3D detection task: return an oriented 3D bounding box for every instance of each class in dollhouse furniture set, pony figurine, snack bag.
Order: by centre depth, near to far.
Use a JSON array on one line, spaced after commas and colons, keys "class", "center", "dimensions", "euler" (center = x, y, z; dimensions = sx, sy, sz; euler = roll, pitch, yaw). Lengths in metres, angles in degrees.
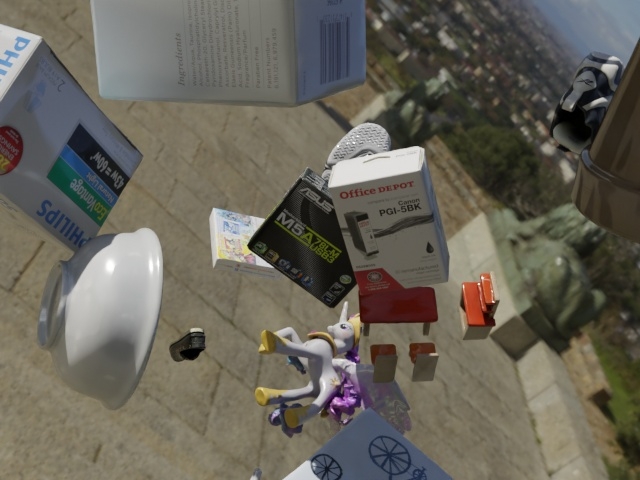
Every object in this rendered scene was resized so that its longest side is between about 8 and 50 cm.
[{"class": "snack bag", "center": [0.112, 0.494, 1.535], "dimensions": [0.323, 0.037, 0.342], "euler": [39, 40, 21]}, {"class": "dollhouse furniture set", "center": [0.203, 0.125, 1.614], "dimensions": [0.259, 0.135, 0.262], "euler": [-1, 52, -2]}, {"class": "pony figurine", "center": [0.018, 0.339, 2.009], "dimensions": [0.363, 0.302, 0.351], "euler": [-9, 79, -47]}]

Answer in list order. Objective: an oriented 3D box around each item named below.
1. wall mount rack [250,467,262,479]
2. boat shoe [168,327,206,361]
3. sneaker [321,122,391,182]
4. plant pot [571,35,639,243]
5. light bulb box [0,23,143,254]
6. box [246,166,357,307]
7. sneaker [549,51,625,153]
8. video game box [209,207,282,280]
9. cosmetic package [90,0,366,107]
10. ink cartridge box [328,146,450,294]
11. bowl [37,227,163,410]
[{"class": "wall mount rack", "center": [-0.108, 0.637, 1.617], "dimensions": [0.350, 0.130, 0.304], "euler": [83, -17, -53]}, {"class": "boat shoe", "center": [-0.255, 0.208, 1.585], "dimensions": [0.048, 0.133, 0.042], "euler": [6, 63, -29]}, {"class": "sneaker", "center": [0.072, -0.083, 1.843], "dimensions": [0.137, 0.366, 0.210], "euler": [17, 12, 9]}, {"class": "plant pot", "center": [0.493, -0.162, 1.029], "dimensions": [0.323, 0.281, 0.323], "euler": [0, 23, 0]}, {"class": "light bulb box", "center": [-0.555, -0.188, 1.388], "dimensions": [0.361, 0.225, 0.358], "euler": [21, -18, 23]}, {"class": "box", "center": [0.000, 0.000, 1.397], "dimensions": [0.190, 0.184, 0.045], "euler": [37, 37, -8]}, {"class": "sneaker", "center": [0.432, -0.171, 1.358], "dimensions": [0.094, 0.153, 0.235], "euler": [30, -25, 32]}, {"class": "video game box", "center": [-0.198, 0.010, 2.222], "dimensions": [0.187, 0.048, 0.205], "euler": [14, 37, -22]}, {"class": "cosmetic package", "center": [-0.156, -0.424, 1.486], "dimensions": [0.329, 0.393, 0.328], "euler": [-37, 129, -61]}, {"class": "ink cartridge box", "center": [0.073, -0.019, 0.869], "dimensions": [0.056, 0.099, 0.135], "euler": [-73, 149, -58]}, {"class": "bowl", "center": [-0.364, 0.112, 1.323], "dimensions": [0.134, 0.298, 0.298], "euler": [14, 37, -29]}]
